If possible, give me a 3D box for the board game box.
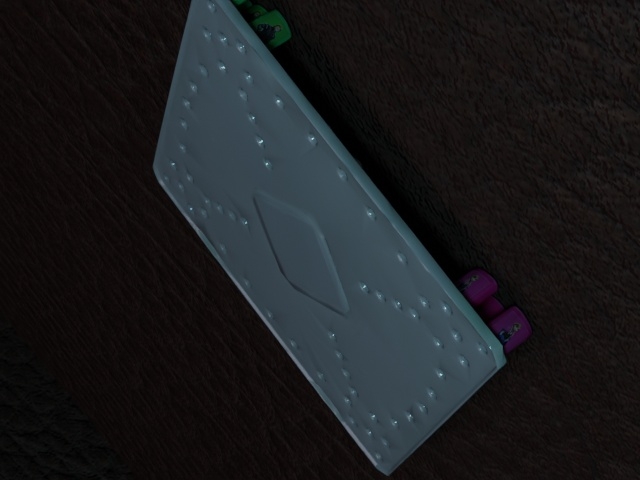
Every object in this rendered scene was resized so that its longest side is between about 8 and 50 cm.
[{"bbox_3d":[0.000,0.000,1.403,0.390,0.050,0.390,53,158,10],"label":"board game box"}]
